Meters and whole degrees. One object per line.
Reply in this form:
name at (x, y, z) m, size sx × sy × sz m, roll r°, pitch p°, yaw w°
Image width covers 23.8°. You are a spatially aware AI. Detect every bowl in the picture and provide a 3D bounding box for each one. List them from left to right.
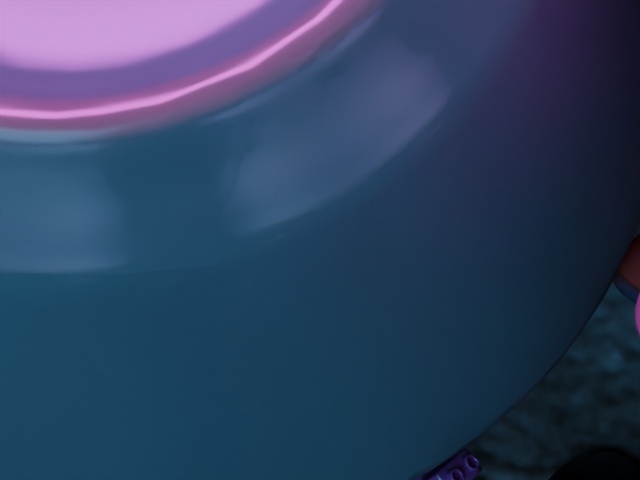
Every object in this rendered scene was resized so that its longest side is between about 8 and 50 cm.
bowl at (-0.052, -0.081, 0.411) m, size 0.311 × 0.163 × 0.312 m, roll -1°, pitch 74°, yaw 3°

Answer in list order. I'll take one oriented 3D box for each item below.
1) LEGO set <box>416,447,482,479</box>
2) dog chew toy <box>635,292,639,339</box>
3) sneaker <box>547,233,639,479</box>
LEGO set at (0.000, 0.000, 0.539) m, size 0.227 × 0.087 × 0.093 m, roll 53°, pitch 134°, yaw 3°
dog chew toy at (0.210, -0.055, 0.287) m, size 0.332 × 0.206 × 0.207 m, roll -34°, pitch 89°, yaw 23°
sneaker at (0.125, 0.156, 0.513) m, size 0.148 × 0.131 × 0.350 m, roll 16°, pitch 104°, yaw 24°
